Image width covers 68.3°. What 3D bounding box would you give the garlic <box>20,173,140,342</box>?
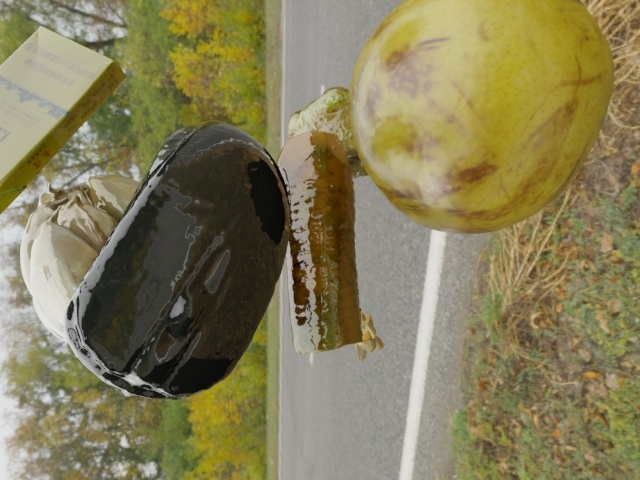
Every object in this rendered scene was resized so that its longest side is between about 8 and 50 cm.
[{"bbox_3d":[-0.309,0.015,0.642,0.203,0.185,0.281,55,-152,-29],"label":"garlic"}]

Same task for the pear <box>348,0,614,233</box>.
[{"bbox_3d":[0.169,-0.148,0.526,0.281,0.281,0.280,178,90,-79],"label":"pear"}]

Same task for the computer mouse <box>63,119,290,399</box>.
[{"bbox_3d":[-0.094,-0.004,0.396,0.086,0.137,0.269,-24,42,45],"label":"computer mouse"}]

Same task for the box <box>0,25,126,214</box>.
[{"bbox_3d":[-0.418,-0.168,0.650,0.279,0.153,0.041,-58,-15,-17],"label":"box"}]

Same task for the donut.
[{"bbox_3d":[0.060,-0.207,0.959,0.208,0.261,0.128,-27,75,47],"label":"donut"}]

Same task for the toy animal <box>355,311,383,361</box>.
[{"bbox_3d":[0.079,0.165,0.790,0.081,0.060,0.083,10,130,52],"label":"toy animal"}]

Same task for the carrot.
[{"bbox_3d":[0.000,0.000,0.666,0.114,0.114,0.302,141,126,-76],"label":"carrot"}]
